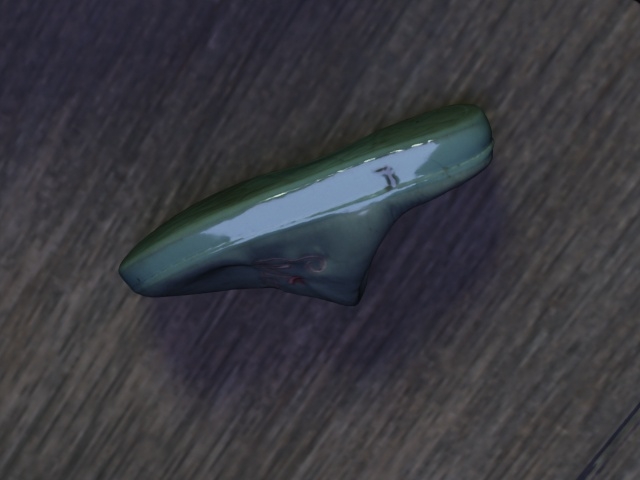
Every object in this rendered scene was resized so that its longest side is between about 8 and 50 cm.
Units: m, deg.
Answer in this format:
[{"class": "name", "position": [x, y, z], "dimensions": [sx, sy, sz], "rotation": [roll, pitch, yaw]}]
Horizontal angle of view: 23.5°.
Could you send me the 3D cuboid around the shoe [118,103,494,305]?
[{"class": "shoe", "position": [0.000, 0.000, 0.743], "dimensions": [0.195, 0.079, 0.078], "rotation": [-25, 100, 11]}]
